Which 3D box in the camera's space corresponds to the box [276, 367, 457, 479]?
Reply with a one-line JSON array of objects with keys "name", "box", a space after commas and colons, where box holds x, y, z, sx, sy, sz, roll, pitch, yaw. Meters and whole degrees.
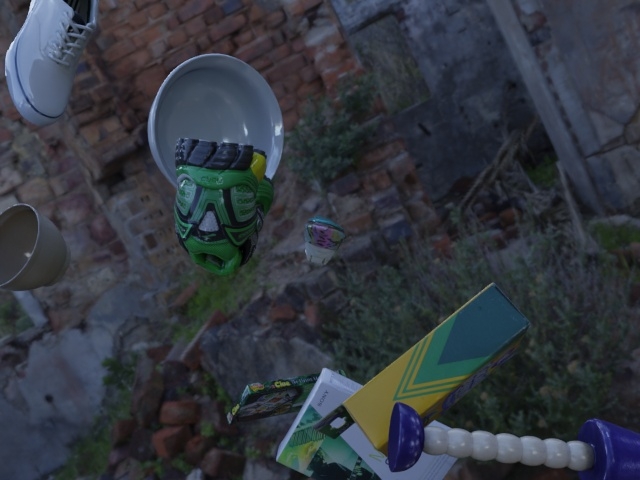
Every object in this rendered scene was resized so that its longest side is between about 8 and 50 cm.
[{"name": "box", "box": [0.098, 0.427, 1.337, 0.232, 0.321, 0.058, -63, 2, 23]}]

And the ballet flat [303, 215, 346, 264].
[{"name": "ballet flat", "box": [0.000, 0.000, 1.151, 0.221, 0.076, 0.079, -125, 54, -85]}]

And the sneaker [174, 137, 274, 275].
[{"name": "sneaker", "box": [-0.139, -0.029, 0.852, 0.134, 0.147, 0.343, 8, -5, -1]}]

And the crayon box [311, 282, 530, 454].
[{"name": "crayon box", "box": [0.153, 0.218, 0.965, 0.322, 0.083, 0.203, -37, -23, -5]}]

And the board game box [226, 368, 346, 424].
[{"name": "board game box", "box": [-0.076, 0.359, 1.492, 0.259, 0.030, 0.136, 0, -44, -36]}]

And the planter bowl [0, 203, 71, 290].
[{"name": "planter bowl", "box": [-0.545, 0.026, 1.220, 0.162, 0.162, 0.109, -24, -31, 18]}]

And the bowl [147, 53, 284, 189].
[{"name": "bowl", "box": [-0.228, -0.215, 1.301, 0.297, 0.298, 0.134, -32, 26, -32]}]

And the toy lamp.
[{"name": "toy lamp", "box": [0.211, 0.215, 0.672, 0.274, 0.080, 0.080, 8, 8, -2]}]

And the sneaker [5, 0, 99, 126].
[{"name": "sneaker", "box": [-0.369, -0.283, 0.907, 0.091, 0.258, 0.094, -18, -27, 32]}]
